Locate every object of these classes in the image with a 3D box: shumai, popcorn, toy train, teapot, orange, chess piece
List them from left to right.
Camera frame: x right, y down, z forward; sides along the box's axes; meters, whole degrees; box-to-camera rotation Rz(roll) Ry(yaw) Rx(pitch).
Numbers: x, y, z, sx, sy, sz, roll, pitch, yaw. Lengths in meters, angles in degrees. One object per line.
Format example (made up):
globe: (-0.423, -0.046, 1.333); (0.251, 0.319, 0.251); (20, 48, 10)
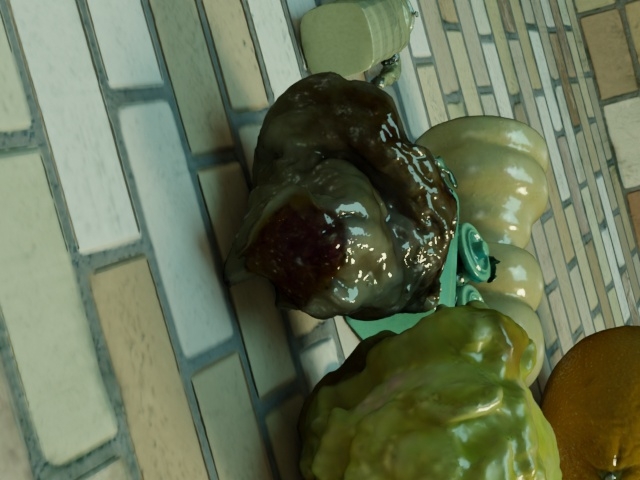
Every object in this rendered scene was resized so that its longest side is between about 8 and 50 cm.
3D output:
shumai: (-0.003, -0.003, 1.102); (0.185, 0.184, 0.218); (-38, 152, -25)
teapot: (0.049, -0.205, 1.415); (0.200, 0.077, 0.107); (-43, 120, -66)
toy train: (0.094, 0.029, 1.341); (0.163, 0.112, 0.203); (50, 31, -36)
popcorn: (0.085, 0.172, 1.083); (0.259, 0.212, 0.259); (-17, 90, -81)
chess piece: (0.177, 0.030, 1.497); (0.167, 0.167, 0.299); (44, 41, -54)
orange: (0.415, 0.242, 1.818); (0.264, 0.264, 0.264); (-14, 90, -69)
